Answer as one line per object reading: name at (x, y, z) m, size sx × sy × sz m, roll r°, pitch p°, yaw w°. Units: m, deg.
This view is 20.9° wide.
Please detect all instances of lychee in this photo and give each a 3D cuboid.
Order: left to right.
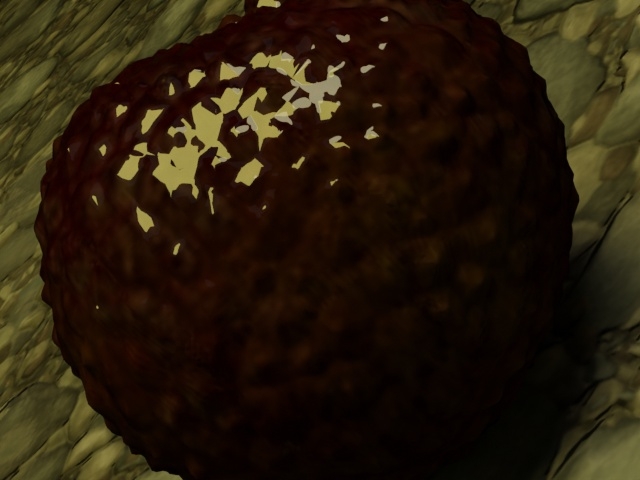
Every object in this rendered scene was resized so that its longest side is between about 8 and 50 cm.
lychee at (0.000, 0.000, 0.823) m, size 0.260 × 0.260 × 0.260 m, roll -36°, pitch 25°, yaw 20°
